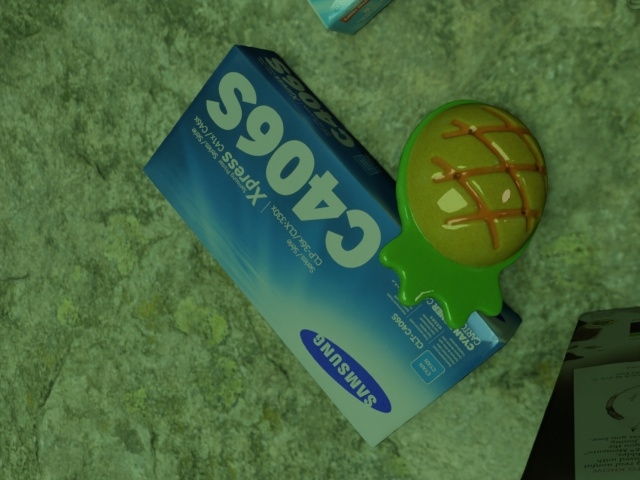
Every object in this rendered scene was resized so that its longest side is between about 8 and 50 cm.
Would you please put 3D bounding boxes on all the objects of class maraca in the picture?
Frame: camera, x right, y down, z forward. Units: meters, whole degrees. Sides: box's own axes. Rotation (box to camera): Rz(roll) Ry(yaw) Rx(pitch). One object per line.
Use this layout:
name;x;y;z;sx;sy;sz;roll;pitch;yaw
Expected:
maraca;0.113;-0.025;0.505;0.127;0.099;0.185;25;72;-9

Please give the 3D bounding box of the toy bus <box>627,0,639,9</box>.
toy bus;0.323;-0.147;0.387;0.191;0.202;0.104;-32;110;20

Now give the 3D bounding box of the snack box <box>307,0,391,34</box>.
snack box;0.082;-0.342;0.508;0.322;0.060;0.187;-36;82;27

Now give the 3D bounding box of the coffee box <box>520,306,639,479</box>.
coffee box;0.217;0.156;0.396;0.119;0.297;0.168;-10;94;28

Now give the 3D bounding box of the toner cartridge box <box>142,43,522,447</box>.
toner cartridge box;0.000;0.000;0.603;0.347;0.075;0.165;48;117;11
